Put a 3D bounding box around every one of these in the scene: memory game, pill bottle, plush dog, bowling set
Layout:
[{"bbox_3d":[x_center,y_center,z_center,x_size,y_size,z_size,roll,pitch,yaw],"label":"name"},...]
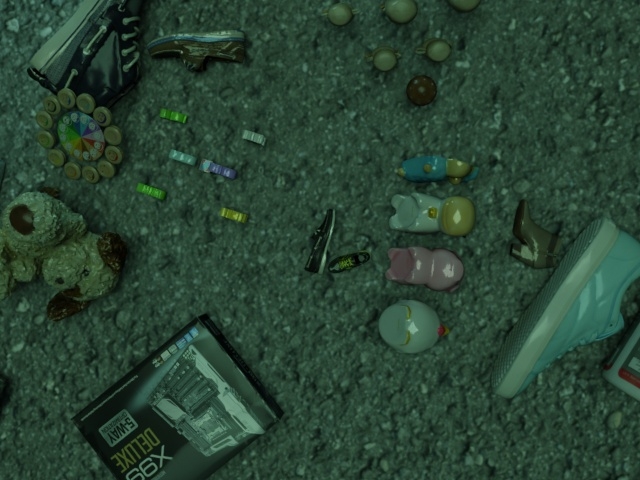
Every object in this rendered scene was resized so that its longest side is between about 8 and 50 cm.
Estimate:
[{"bbox_3d":[-0.446,-0.189,1.500,0.186,0.012,0.186,9,120,15],"label":"memory game"},{"bbox_3d":[0.619,0.155,1.377,0.161,0.161,0.283,31,93,4],"label":"pill bottle"},{"bbox_3d":[-0.472,0.022,1.488,0.225,0.210,0.262,42,122,-10],"label":"plush dog"},{"bbox_3d":[0.149,-0.346,1.449,0.287,0.154,0.199,-4,108,4],"label":"bowling set"}]

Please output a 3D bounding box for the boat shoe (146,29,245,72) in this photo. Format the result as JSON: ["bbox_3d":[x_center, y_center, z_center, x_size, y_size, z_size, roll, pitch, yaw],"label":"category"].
[{"bbox_3d":[-0.229,-0.347,1.501,0.183,0.066,0.066,-6,91,5],"label":"boat shoe"}]

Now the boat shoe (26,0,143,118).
[{"bbox_3d":[-0.369,-0.377,1.497,0.158,0.127,0.340,44,101,-3],"label":"boat shoe"}]

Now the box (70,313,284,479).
[{"bbox_3d":[-0.261,0.323,1.496,0.307,0.076,0.242,-38,87,4],"label":"box"}]

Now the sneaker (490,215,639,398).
[{"bbox_3d":[0.444,0.144,1.408,0.150,0.135,0.366,34,97,2],"label":"sneaker"}]

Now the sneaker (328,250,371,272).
[{"bbox_3d":[0.052,0.037,1.490,0.083,0.035,0.031,-21,87,5],"label":"sneaker"}]

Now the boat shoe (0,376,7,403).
[{"bbox_3d":[-0.743,0.229,1.526,0.335,0.121,0.119,29,92,-6],"label":"boat shoe"}]

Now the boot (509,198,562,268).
[{"bbox_3d":[0.391,-0.009,1.462,0.087,0.042,0.118,11,92,-1],"label":"boot"}]

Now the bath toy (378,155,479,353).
[{"bbox_3d":[0.199,0.032,1.439,0.151,0.129,0.348,8,88,49],"label":"bath toy"}]

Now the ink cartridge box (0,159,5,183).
[{"bbox_3d":[-0.801,-0.009,1.539,0.308,0.091,0.384,15,90,5],"label":"ink cartridge box"}]

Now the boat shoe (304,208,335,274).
[{"bbox_3d":[0.000,0.000,1.492,0.038,0.046,0.125,13,99,0],"label":"boat shoe"}]

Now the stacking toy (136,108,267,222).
[{"bbox_3d":[-0.220,-0.140,1.507,0.221,0.052,0.167,17,91,6],"label":"stacking toy"}]
